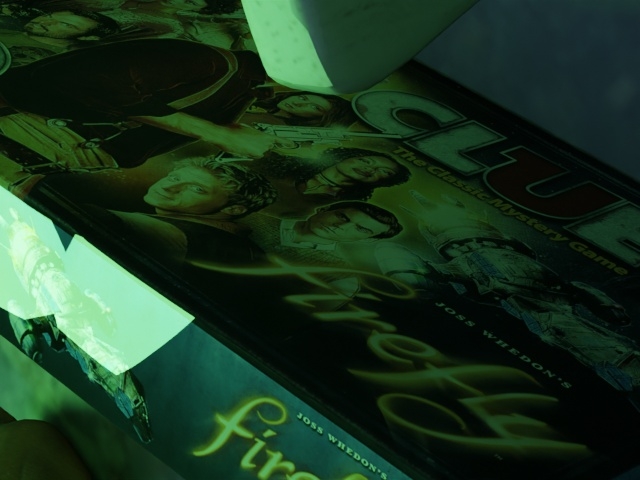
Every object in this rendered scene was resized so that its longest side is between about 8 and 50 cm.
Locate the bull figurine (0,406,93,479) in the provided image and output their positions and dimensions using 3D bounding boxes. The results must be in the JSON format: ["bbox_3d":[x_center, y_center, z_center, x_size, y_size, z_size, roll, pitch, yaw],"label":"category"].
[{"bbox_3d":[-0.098,0.202,0.618,0.101,0.188,0.310,-27,76,17],"label":"bull figurine"}]

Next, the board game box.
[{"bbox_3d":[0.000,0.000,0.465,0.243,0.165,0.042,32,122,32],"label":"board game box"}]

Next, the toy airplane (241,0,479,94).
[{"bbox_3d":[-0.013,-0.213,0.339,0.384,0.272,0.386,55,132,16],"label":"toy airplane"}]
